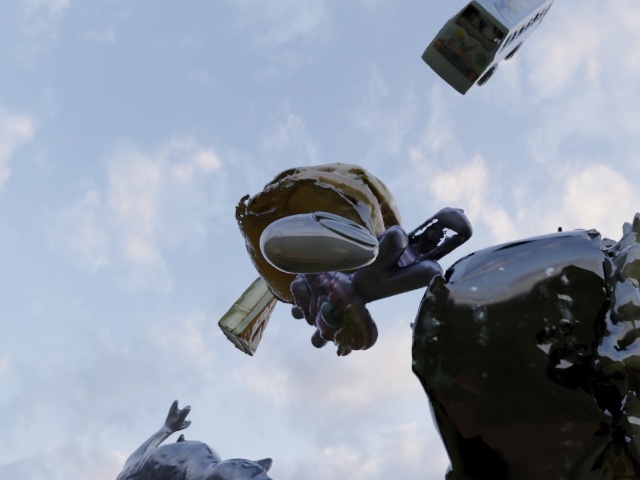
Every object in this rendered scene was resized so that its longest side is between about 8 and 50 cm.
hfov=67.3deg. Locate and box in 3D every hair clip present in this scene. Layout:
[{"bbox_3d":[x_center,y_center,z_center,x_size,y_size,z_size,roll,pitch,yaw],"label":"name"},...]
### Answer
[{"bbox_3d":[0.041,0.051,0.554,0.137,0.090,0.278,52,-53,4],"label":"hair clip"}]

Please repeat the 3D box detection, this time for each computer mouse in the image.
[{"bbox_3d":[-0.001,-0.002,0.386,0.096,0.066,0.039,-5,-70,-10],"label":"computer mouse"}]

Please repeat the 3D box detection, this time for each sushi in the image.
[{"bbox_3d":[0.204,0.092,0.340,0.219,0.225,0.238,-9,-102,33],"label":"sushi"}]

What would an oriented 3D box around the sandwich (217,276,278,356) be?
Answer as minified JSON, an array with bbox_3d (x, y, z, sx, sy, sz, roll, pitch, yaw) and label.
[{"bbox_3d":[-0.156,0.179,1.157,0.080,0.163,0.113,25,-30,25],"label":"sandwich"}]

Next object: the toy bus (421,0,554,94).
[{"bbox_3d":[0.301,-0.368,0.821,0.109,0.330,0.136,42,-40,5],"label":"toy bus"}]

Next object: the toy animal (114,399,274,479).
[{"bbox_3d":[-0.172,0.251,0.464,0.367,0.205,0.081,-34,-77,13],"label":"toy animal"}]

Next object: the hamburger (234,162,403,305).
[{"bbox_3d":[0.007,-0.009,0.714,0.245,0.163,0.244,13,-54,19],"label":"hamburger"}]
